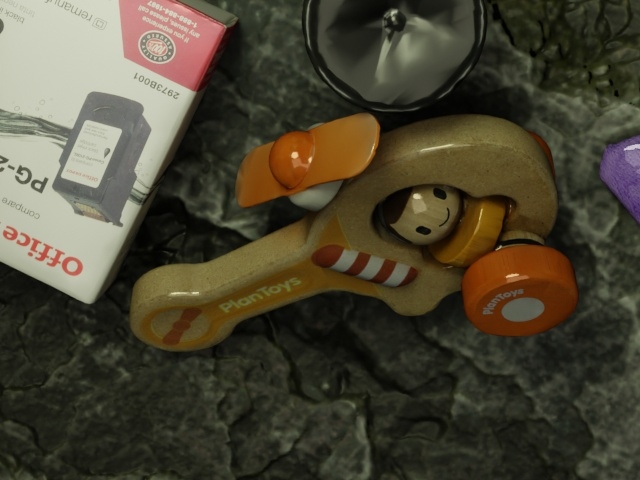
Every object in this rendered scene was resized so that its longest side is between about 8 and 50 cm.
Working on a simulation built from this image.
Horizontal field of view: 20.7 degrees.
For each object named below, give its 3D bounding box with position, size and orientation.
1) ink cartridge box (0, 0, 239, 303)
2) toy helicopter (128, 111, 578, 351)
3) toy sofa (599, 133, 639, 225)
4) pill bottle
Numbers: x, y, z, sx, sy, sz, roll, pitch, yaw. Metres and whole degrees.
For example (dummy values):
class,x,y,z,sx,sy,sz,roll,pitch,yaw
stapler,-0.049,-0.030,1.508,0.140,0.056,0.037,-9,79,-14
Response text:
class,x,y,z,sx,sy,sz,roll,pitch,yaw
ink cartridge box,-0.191,-0.096,1.316,0.172,0.100,0.237,26,101,-3
toy helicopter,0.000,0.000,1.289,0.355,0.140,0.235,-22,142,23
toy sofa,0.367,0.034,1.281,0.177,0.150,0.362,-35,92,10
pill bottle,0.051,-0.162,1.233,0.123,0.219,0.122,0,102,2
